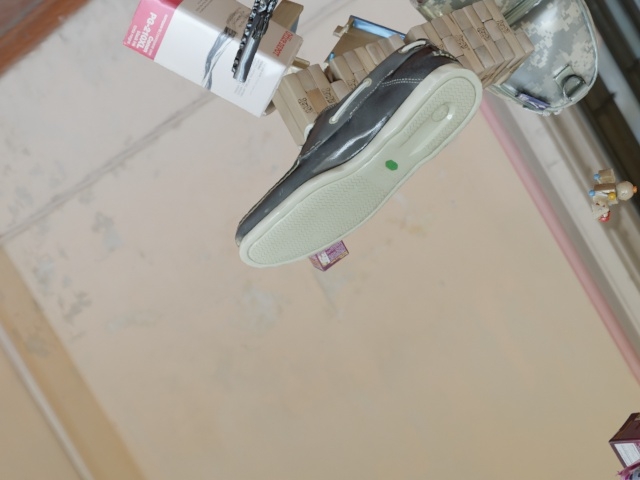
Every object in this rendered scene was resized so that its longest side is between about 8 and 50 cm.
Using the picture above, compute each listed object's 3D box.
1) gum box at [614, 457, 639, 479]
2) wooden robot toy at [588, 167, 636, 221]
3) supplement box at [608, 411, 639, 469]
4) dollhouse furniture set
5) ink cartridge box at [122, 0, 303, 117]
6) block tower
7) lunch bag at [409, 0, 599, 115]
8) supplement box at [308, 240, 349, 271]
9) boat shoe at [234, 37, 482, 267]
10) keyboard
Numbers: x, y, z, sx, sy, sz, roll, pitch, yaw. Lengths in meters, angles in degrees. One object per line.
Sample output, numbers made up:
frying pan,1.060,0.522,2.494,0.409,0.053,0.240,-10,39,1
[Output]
gum box,0.342,0.227,0.719,0.107,0.188,0.062,-53,-172,41
wooden robot toy,0.560,-0.085,1.685,0.079,0.076,0.173,-10,-161,27
supplement box,0.680,0.393,1.750,0.104,0.081,0.188,-35,-174,-35
dollhouse furniture set,0.013,-0.302,1.772,0.286,0.303,0.198,-65,172,-49
ink cartridge box,-0.160,-0.310,1.383,0.100,0.237,0.172,-58,-172,28
block tower,0.103,-0.203,1.118,0.335,0.097,0.091,-24,169,-23
lunch bag,0.287,-0.332,1.353,0.212,0.256,0.305,-40,-165,13
supplement box,0.000,0.000,1.443,0.055,0.083,0.043,-36,-155,-17
boat shoe,0.021,-0.067,0.719,0.233,0.079,0.084,-42,143,7
keyboard,-0.071,-0.280,1.068,0.108,0.023,0.180,-107,-144,-63
